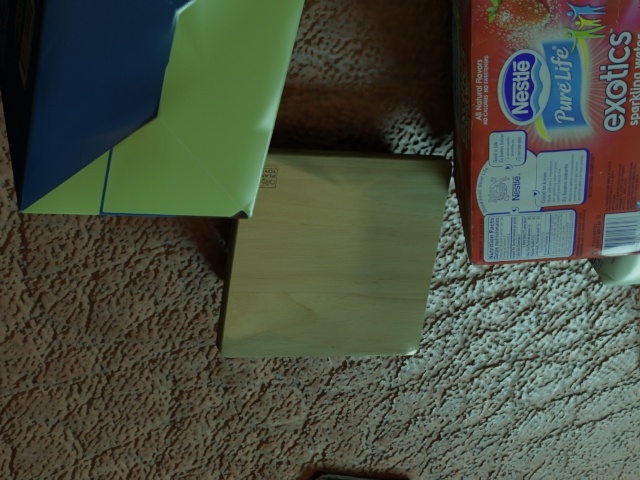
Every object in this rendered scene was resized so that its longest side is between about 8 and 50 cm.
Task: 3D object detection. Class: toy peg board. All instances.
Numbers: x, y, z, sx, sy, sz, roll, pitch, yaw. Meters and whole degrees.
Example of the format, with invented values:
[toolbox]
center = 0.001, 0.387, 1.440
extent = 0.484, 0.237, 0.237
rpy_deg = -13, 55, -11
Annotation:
[toy peg board]
center = 0.000, 0.000, 1.019
extent = 0.161, 0.079, 0.161
rpy_deg = 1, 111, -20

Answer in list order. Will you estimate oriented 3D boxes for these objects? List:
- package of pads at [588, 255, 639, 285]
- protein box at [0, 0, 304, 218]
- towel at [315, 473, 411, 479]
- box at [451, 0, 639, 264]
[package of pads]
center = 0.373, -0.073, 1.058
extent = 0.296, 0.101, 0.229
rpy_deg = 2, 128, -20
[protein box]
center = -0.106, -0.150, 0.764
extent = 0.136, 0.201, 0.200
rpy_deg = 2, 127, -20
[towel]
center = 0.018, 0.282, 1.277
extent = 0.113, 0.023, 0.152
rpy_deg = 11, 125, -23
[box]
center = 0.157, -0.120, 0.910
extent = 0.128, 0.123, 0.257
rpy_deg = -5, 126, 1
